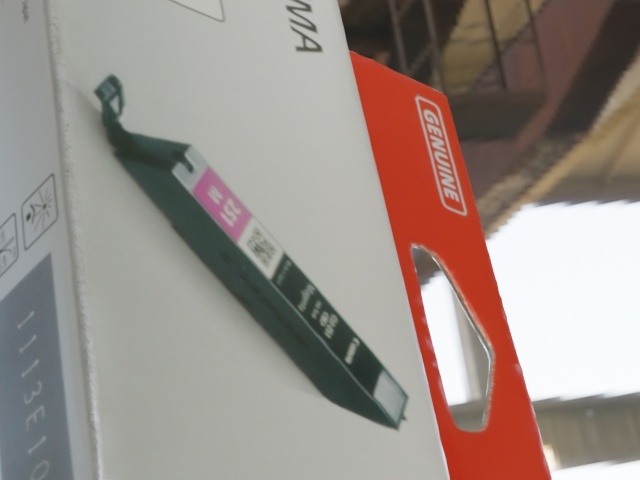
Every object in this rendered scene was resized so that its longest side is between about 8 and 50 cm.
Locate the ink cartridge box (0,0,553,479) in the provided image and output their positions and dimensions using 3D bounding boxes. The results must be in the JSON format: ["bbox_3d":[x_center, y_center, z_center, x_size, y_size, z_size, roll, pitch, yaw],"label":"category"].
[{"bbox_3d":[0.000,0.000,0.566,0.239,0.275,0.060,19,-45,-36],"label":"ink cartridge box"}]
